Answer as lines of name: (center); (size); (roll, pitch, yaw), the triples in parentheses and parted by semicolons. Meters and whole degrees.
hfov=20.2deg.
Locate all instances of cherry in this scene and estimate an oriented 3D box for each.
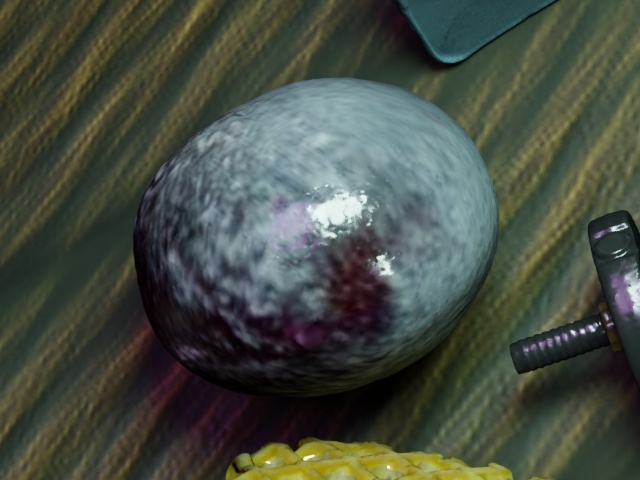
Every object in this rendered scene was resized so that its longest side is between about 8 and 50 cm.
cherry: (0.000, 0.000, 1.239); (0.255, 0.296, 0.218); (-18, 96, -16)

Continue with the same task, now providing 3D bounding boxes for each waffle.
waffle: (0.046, 0.187, 1.149); (0.254, 0.245, 0.052); (10, 106, 16)

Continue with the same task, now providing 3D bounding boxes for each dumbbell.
dumbbell: (0.277, 0.026, 1.162); (0.325, 0.143, 0.143); (-20, 59, 14)

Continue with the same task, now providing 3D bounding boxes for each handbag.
handbag: (0.145, -0.244, 1.335); (0.229, 0.179, 0.062); (-32, 56, 5)
